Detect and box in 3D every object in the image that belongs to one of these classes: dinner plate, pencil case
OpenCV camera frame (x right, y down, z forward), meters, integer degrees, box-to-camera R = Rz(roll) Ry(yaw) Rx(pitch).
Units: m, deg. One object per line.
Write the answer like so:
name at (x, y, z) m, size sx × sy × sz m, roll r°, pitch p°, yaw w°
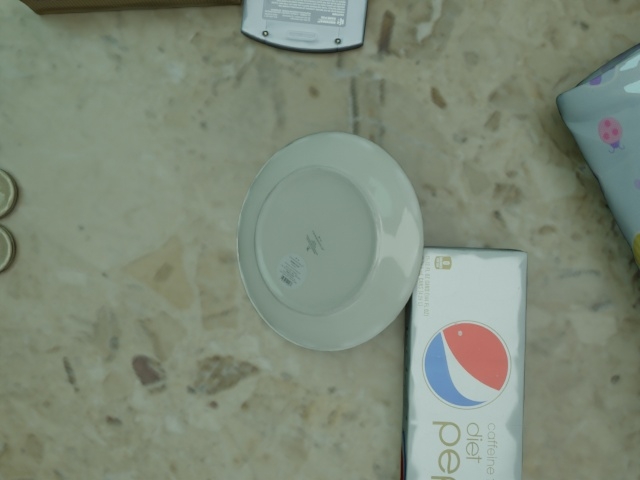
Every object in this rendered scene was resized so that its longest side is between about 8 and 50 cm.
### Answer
dinner plate at (0.000, 0.000, 0.723) m, size 0.141 × 0.017 × 0.141 m, roll -1°, pitch 88°, yaw 34°
pencil case at (0.252, -0.003, 0.706) m, size 0.124 × 0.113 × 0.273 m, roll -22°, pitch 86°, yaw -43°

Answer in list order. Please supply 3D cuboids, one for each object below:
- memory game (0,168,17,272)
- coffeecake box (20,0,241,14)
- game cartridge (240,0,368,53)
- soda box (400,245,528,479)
memory game at (-0.295, -0.015, 0.766) m, size 0.186 × 0.012 × 0.186 m, roll 0°, pitch 88°, yaw 2°
coffeecake box at (-0.128, -0.249, 0.742) m, size 0.142 × 0.068 × 0.185 m, roll -3°, pitch 88°, yaw 2°
game cartridge at (-0.010, -0.154, 0.763) m, size 0.083 × 0.017 × 0.056 m, roll 7°, pitch 85°, yaw 1°
soda box at (0.090, 0.112, 0.726) m, size 0.074 × 0.069 × 0.216 m, roll 2°, pitch 89°, yaw 1°
